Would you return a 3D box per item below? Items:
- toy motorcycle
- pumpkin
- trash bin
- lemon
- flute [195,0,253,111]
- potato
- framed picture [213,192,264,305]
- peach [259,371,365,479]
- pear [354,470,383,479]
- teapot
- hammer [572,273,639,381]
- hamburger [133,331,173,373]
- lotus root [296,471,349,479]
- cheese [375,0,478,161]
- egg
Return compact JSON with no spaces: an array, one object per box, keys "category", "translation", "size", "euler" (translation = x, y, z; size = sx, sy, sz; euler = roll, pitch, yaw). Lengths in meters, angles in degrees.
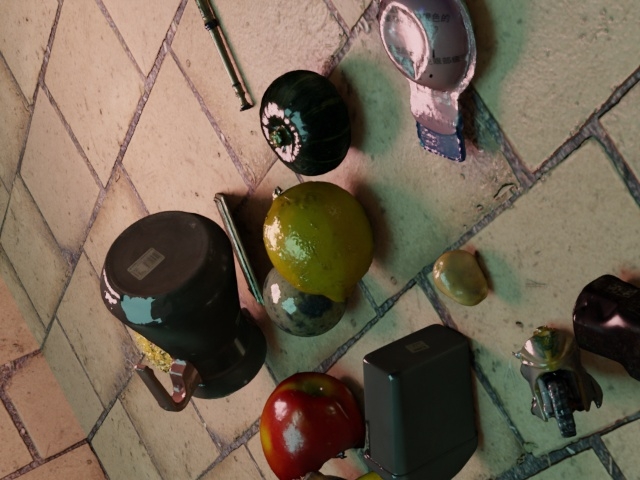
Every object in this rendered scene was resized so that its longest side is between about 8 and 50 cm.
[{"category":"toy motorcycle","translation":[0.298,0.159,1.508],"size":[0.229,0.094,0.130],"euler":[-60,-49,-76]},{"category":"pumpkin","translation":[-0.025,-0.181,1.815],"size":[0.167,0.125,0.167],"euler":[167,90,-77]},{"category":"trash bin","translation":[0.152,0.265,1.810],"size":[0.101,0.176,0.236],"euler":[28,131,50]},{"category":"lemon","translation":[0.000,0.000,1.863],"size":[0.173,0.173,0.206],"euler":[-30,81,61]},{"category":"flute","translation":[-0.173,-0.334,2.049],"size":[0.027,0.027,0.233],"euler":[-19,95,61]},{"category":"potato","translation":[0.200,0.054,1.683],"size":[0.068,0.062,0.083],"euler":[-47,67,27]},{"category":"framed picture","translation":[-0.152,0.014,2.179],"size":[0.274,0.017,0.217],"euler":[-165,53,-83]},{"category":"peach","translation":[-0.015,0.356,2.147],"size":[0.196,0.190,0.226],"euler":[7,120,6]},{"category":"pear","translation":[0.125,0.490,2.036],"size":[0.219,0.187,0.187],"euler":[-4,110,35]},{"category":"teapot","translation":[-0.252,0.146,2.217],"size":[0.253,0.300,0.344],"euler":[9,146,28]},{"category":"hammer","translation":[0.429,0.247,1.427],"size":[0.242,0.095,0.409],"euler":[24,134,50]},{"category":"hamburger","translation":[-0.326,0.192,2.585],"size":[0.243,0.138,0.261],"euler":[63,152,7]},{"category":"lotus root","translation":[0.061,0.542,2.221],"size":[0.322,0.140,0.158],"euler":[57,175,27]},{"category":"cheese","translation":[0.142,-0.236,1.549],"size":[0.189,0.074,0.286],"euler":[27,137,50]},{"category":"egg","translation":[-0.029,0.094,2.024],"size":[0.181,0.141,0.141],"euler":[13,123,66]}]
